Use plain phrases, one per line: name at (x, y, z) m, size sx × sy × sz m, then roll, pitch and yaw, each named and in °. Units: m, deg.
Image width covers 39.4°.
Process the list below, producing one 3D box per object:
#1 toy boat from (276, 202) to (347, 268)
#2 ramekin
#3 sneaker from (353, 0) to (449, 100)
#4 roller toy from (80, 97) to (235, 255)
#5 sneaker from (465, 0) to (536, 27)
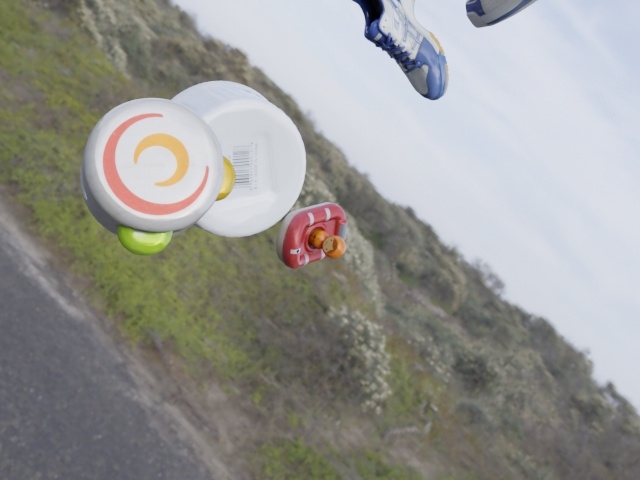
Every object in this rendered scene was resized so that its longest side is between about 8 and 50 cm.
toy boat at (0.000, 0.000, 2.280) m, size 0.151 × 0.151 × 0.231 m, roll 27°, pitch 31°, yaw 38°
ramekin at (-0.160, -0.138, 1.594) m, size 0.277 × 0.277 × 0.135 m, roll 41°, pitch -5°, yaw -32°
sneaker at (0.153, -0.412, 1.841) m, size 0.296 × 0.131 × 0.112 m, roll 63°, pitch -34°, yaw 5°
roller toy at (-0.241, -0.098, 1.275) m, size 0.191 × 0.209 × 0.146 m, roll 50°, pitch -19°, yaw -5°
sneaker at (0.308, -0.454, 1.320) m, size 0.182 × 0.127 × 0.315 m, roll 58°, pitch -22°, yaw -4°
